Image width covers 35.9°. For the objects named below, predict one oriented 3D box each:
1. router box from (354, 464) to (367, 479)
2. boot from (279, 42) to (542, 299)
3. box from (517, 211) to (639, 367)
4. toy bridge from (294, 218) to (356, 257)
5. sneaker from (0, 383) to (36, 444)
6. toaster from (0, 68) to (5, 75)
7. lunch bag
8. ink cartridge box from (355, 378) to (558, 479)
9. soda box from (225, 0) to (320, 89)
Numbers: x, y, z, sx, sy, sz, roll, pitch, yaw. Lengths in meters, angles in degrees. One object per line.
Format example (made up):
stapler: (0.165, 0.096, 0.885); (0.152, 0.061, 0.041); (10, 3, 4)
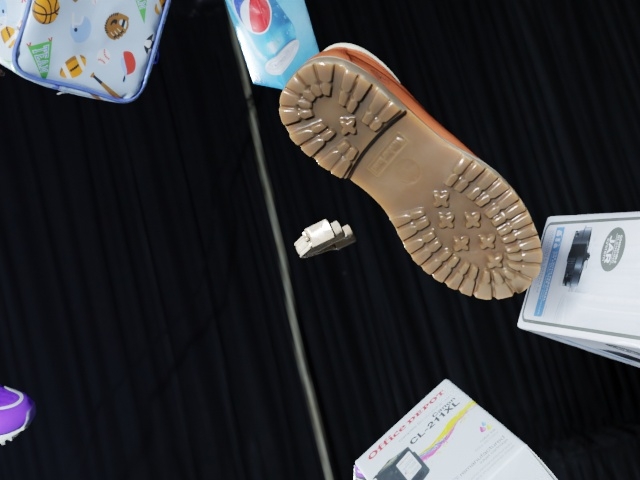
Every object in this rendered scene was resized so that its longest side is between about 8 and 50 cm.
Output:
router box: (0.121, 0.365, 1.384); (0.179, 0.133, 0.046); (-4, 6, -44)
boot: (0.051, -0.040, 0.499); (0.059, 0.158, 0.084); (-42, 12, 20)
box: (0.264, 0.046, 0.606); (0.169, 0.087, 0.290); (19, -5, -15)
toy bridge: (0.000, 0.000, 1.240); (0.063, 0.026, 0.188); (-26, -6, 9)
sneaker: (-0.496, 0.165, 1.207); (0.293, 0.146, 0.102); (9, 20, -4)
toaster: (-0.342, -0.168, 0.699); (0.186, 0.110, 0.168); (-3, -54, -4)
lunch bag: (-0.307, -0.336, 1.325); (0.115, 0.303, 0.243); (28, 13, 40)
ink cartridge box: (0.120, 0.216, 0.897); (0.127, 0.072, 0.175); (-42, 19, -5)
soda box: (-0.068, -0.294, 1.204); (0.071, 0.210, 0.067); (-38, 37, -29)
